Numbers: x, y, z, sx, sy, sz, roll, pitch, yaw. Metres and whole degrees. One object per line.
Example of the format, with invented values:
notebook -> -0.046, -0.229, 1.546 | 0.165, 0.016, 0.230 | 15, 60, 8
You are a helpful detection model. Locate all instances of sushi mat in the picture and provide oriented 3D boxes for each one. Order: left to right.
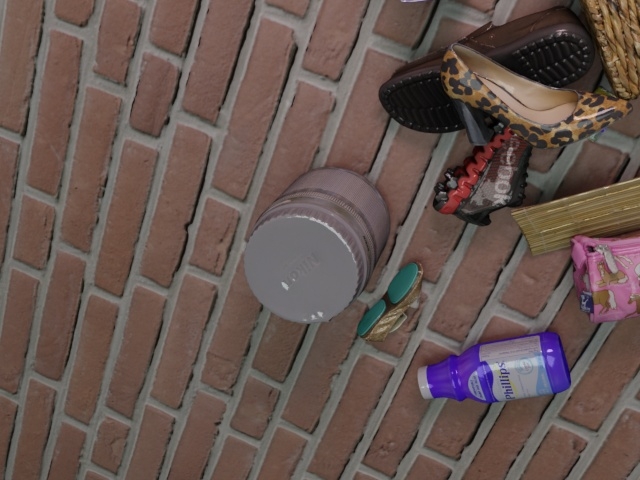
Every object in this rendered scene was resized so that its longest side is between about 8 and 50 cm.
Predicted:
sushi mat -> 0.501, -0.052, 1.232 | 0.317, 0.019, 0.151 | -16, 140, 21

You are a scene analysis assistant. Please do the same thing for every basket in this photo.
basket -> 0.488, -0.381, 1.036 | 0.223, 0.213, 0.299 | -20, 105, 23

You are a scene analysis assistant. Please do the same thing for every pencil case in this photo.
pencil case -> 0.624, 0.038, 1.197 | 0.386, 0.167, 0.160 | -10, 92, 18

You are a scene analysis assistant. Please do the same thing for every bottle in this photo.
bottle -> 0.333, 0.256, 1.402 | 0.283, 0.092, 0.118 | -13, 108, 20

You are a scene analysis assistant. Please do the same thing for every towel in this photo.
towel -> 0.471, -0.215, 1.221 | 0.060, 0.009, 0.083 | 36, 116, -2

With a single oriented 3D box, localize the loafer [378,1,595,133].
loafer -> 0.271, -0.284, 1.198 | 0.366, 0.130, 0.133 | -10, 132, 32

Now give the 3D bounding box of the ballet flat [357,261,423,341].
ballet flat -> 0.153, 0.125, 1.425 | 0.067, 0.073, 0.206 | 24, 122, -25

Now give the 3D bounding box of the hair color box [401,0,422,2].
hair color box -> 0.169, -0.543, 1.076 | 0.110, 0.185, 0.338 | -3, 111, 16

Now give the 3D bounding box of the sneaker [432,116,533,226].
sneaker -> 0.321, -0.135, 1.248 | 0.135, 0.097, 0.276 | 33, 113, -7

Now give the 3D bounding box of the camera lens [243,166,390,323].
camera lens -> 0.000, 0.000, 1.290 | 0.220, 0.274, 0.219 | 6, 112, 14

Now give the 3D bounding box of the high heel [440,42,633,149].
high heel -> 0.312, -0.227, 1.067 | 0.261, 0.093, 0.186 | -2, 138, 33
